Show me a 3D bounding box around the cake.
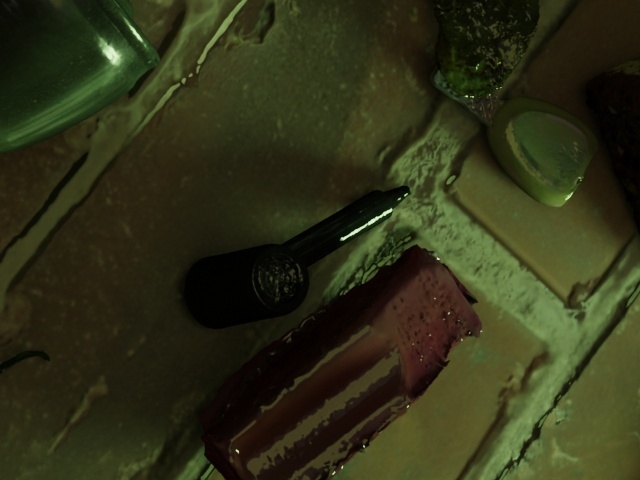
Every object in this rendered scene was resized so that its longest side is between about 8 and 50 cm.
[{"bbox_3d":[0.375,-0.072,1.980,0.112,0.135,0.246,-26,99,-21],"label":"cake"}]

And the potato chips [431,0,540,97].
[{"bbox_3d":[0.157,-0.241,1.946,0.142,0.026,0.209,38,66,-6],"label":"potato chips"}]

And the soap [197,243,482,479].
[{"bbox_3d":[0.023,0.126,1.818,0.289,0.182,0.112,-39,101,-12],"label":"soap"}]

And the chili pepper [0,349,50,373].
[{"bbox_3d":[-0.351,0.197,1.733,0.122,0.065,0.279,34,79,-27],"label":"chili pepper"}]

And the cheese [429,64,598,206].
[{"bbox_3d":[0.188,-0.116,1.959,0.192,0.037,0.097,34,75,-17],"label":"cheese"}]

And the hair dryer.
[{"bbox_3d":[0.000,0.000,1.849,0.255,0.128,0.070,-32,100,-30],"label":"hair dryer"}]

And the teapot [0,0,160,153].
[{"bbox_3d":[-0.318,-0.205,1.663,0.239,0.239,0.321,-41,109,-3],"label":"teapot"}]
